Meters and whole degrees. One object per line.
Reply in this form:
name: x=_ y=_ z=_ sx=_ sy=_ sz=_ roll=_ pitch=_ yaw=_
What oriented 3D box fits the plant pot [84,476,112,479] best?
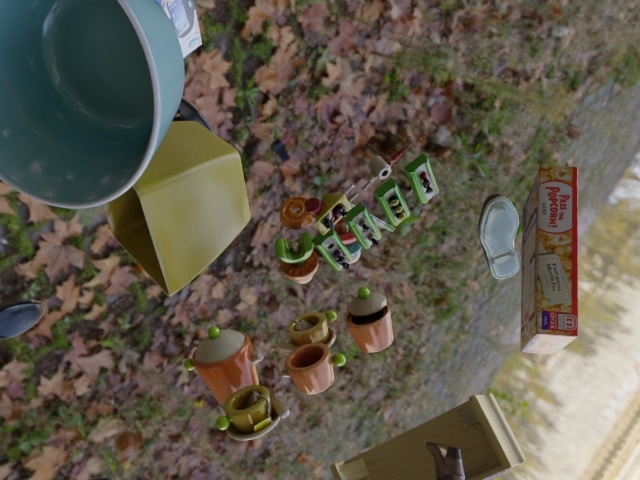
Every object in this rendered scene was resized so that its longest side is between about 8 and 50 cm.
plant pot: x=-0.442 y=0.497 z=0.977 sx=0.293 sy=0.196 sz=0.293 roll=-14 pitch=172 yaw=-2

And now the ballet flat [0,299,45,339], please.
ballet flat: x=-0.472 y=0.118 z=0.919 sx=0.173 sy=0.049 sz=0.057 roll=-22 pitch=128 yaw=-46

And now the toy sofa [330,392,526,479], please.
toy sofa: x=0.220 y=0.456 z=1.340 sx=0.363 sy=0.150 sz=0.177 roll=-31 pitch=155 yaw=16

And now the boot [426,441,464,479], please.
boot: x=0.223 y=0.420 z=1.198 sx=0.118 sy=0.042 sz=0.086 roll=153 pitch=-54 yaw=-71

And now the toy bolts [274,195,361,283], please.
toy bolts: x=0.000 y=0.000 z=1.759 sx=0.229 sy=0.218 sz=0.158 roll=-10 pitch=143 yaw=3

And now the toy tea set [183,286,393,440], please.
toy tea set: x=-0.048 y=0.157 z=1.028 sx=0.336 sy=0.200 sz=0.124 roll=-29 pitch=114 yaw=-25

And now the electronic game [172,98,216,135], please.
electronic game: x=-0.361 y=-0.299 z=1.777 sx=0.048 sy=0.229 sz=0.229 roll=-47 pitch=148 yaw=-27

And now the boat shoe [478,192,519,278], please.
boat shoe: x=0.365 y=-0.017 z=1.363 sx=0.081 sy=0.068 sz=0.227 roll=-16 pitch=132 yaw=4

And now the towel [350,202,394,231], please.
towel: x=0.125 y=-0.067 z=1.805 sx=0.023 sy=0.152 sz=0.113 roll=-60 pitch=-171 yaw=3

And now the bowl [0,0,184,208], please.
bowl: x=-0.292 y=-0.211 z=0.801 sx=0.163 sy=0.312 sz=0.311 roll=-51 pitch=158 yaw=-58

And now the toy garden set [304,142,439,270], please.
toy garden set: x=0.094 y=-0.058 z=1.113 sx=0.244 sy=0.049 sz=0.204 roll=-38 pitch=146 yaw=-1

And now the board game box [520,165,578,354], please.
board game box: x=0.268 y=0.029 z=0.776 sx=0.147 sy=0.045 sz=0.193 roll=59 pitch=35 yaw=-71

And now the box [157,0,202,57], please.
box: x=-0.216 y=-0.320 z=0.965 sx=0.081 sy=0.028 sz=0.136 roll=-51 pitch=151 yaw=-35

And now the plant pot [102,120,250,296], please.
plant pot: x=-0.235 y=-0.077 z=1.064 sx=0.187 sy=0.212 sz=0.212 roll=-30 pitch=136 yaw=-26
